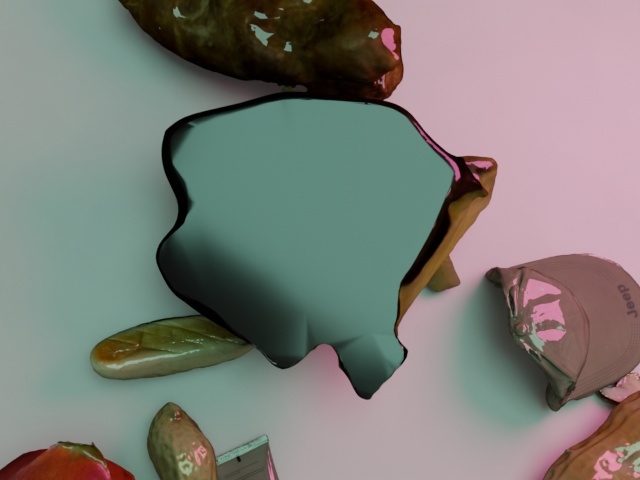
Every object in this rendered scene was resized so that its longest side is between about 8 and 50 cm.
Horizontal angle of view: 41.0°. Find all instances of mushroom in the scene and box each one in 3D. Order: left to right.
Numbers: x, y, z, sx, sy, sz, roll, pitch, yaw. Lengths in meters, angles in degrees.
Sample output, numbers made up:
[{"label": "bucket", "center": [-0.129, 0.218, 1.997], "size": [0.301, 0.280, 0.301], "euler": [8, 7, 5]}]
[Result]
[{"label": "mushroom", "center": [0.430, 0.210, 1.202], "size": [0.101, 0.019, 0.049], "euler": [5, 71, -13]}]

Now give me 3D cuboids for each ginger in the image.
[{"label": "ginger", "center": [-0.071, -0.290, 1.131], "size": [0.419, 0.254, 0.176], "euler": [21, 95, 13]}, {"label": "ginger", "center": [0.000, 0.000, 1.080], "size": [0.414, 0.211, 0.358], "euler": [11, 85, -2]}]

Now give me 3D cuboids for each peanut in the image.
[{"label": "peanut", "center": [-0.154, 0.279, 0.996], "size": [0.082, 0.082, 0.187], "euler": [-15, 78, -18]}, {"label": "peanut", "center": [0.387, 0.310, 1.104], "size": [0.313, 0.149, 0.149], "euler": [-35, 85, -18]}]

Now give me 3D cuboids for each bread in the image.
[{"label": "bread", "center": [-0.174, 0.131, 1.050], "size": [0.214, 0.053, 0.073], "euler": [-10, 49, -21]}]

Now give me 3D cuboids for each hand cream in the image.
[{"label": "hand cream", "center": [-0.067, 0.335, 1.023], "size": [0.087, 0.054, 0.186], "euler": [-22, 74, -13]}]

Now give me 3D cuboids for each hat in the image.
[{"label": "hat", "center": [0.348, 0.095, 1.150], "size": [0.245, 0.149, 0.214], "euler": [-23, 75, -9]}]

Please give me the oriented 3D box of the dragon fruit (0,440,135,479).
[{"label": "dragon fruit", "center": [-0.271, 0.332, 0.886], "size": [0.224, 0.224, 0.227], "euler": [12, 66, -11]}]
